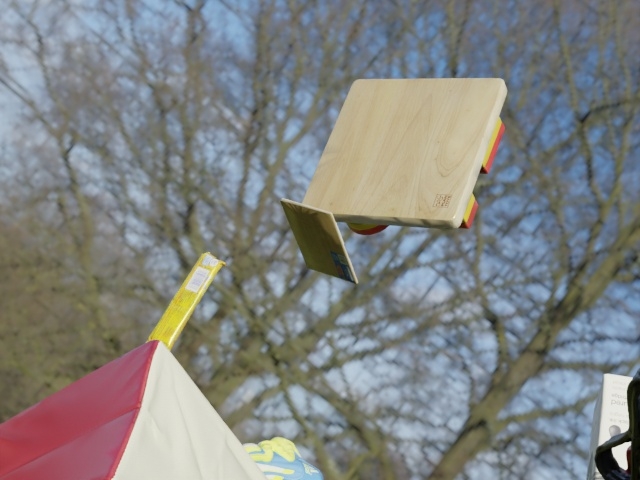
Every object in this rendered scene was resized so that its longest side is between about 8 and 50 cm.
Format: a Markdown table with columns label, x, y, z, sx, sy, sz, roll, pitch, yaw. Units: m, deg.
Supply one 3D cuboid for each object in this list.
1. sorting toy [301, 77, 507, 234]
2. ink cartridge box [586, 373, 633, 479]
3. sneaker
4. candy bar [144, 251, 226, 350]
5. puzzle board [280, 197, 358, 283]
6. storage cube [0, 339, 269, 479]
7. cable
| label | x | y | z | sx | sy | sz | roll | pitch | yaw |
| --- | --- | --- | --- | --- | --- | --- | --- | --- | --- |
| sorting toy | 0.135 | -0.116 | 1.826 | 0.255 | 0.257 | 0.089 | 4 | -32 | 31 |
| ink cartridge box | 0.444 | 0.328 | 1.566 | 0.198 | 0.273 | 0.115 | 8 | -35 | 9 |
| sneaker | -0.062 | 0.352 | 1.768 | 0.126 | 0.091 | 0.240 | 29 | 16 | 17 |
| candy bar | -0.175 | 0.083 | 1.577 | 0.040 | 0.161 | 0.018 | 21 | -24 | 22 |
| puzzle board | 0.000 | 0.000 | 1.686 | 0.096 | 0.011 | 0.128 | 17 | -39 | 41 |
| storage cube | -0.156 | 0.225 | 0.892 | 0.215 | 0.193 | 0.184 | 55 | 17 | -19 |
| cable | 0.364 | 0.209 | 1.340 | 0.139 | 0.072 | 0.287 | 25 | -33 | 38 |
